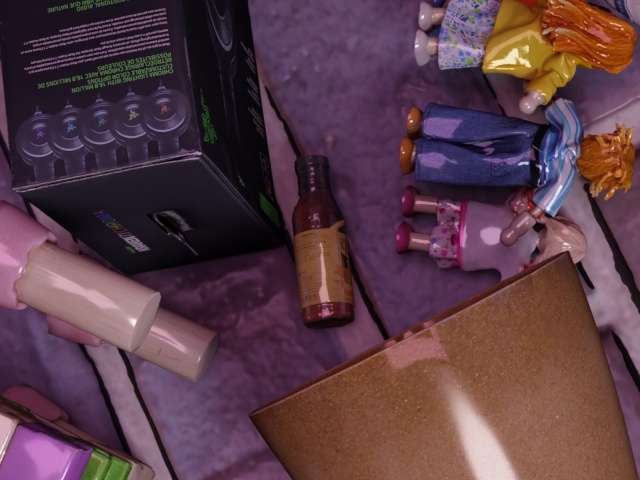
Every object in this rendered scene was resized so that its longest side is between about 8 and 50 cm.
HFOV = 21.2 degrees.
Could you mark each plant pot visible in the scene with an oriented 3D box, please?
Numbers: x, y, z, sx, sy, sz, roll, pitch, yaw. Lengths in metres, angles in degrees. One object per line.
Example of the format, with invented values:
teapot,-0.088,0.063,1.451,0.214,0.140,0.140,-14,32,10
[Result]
plant pot,0.112,0.172,1.122,0.237,0.237,0.254,-26,87,3

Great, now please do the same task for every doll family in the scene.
doll family,0.145,-0.090,1.221,0.163,0.118,0.263,6,77,12

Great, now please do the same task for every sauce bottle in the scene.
sauce bottle,0.000,0.000,1.266,0.042,0.042,0.128,-8,76,9

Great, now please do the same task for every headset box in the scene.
headset box,-0.128,-0.126,1.216,0.131,0.246,0.283,-10,73,8

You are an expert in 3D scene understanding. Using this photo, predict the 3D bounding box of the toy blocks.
toy blocks,-0.262,0.125,1.158,0.260,0.288,0.309,24,83,9

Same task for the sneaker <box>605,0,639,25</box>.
sneaker,0.315,-0.271,1.244,0.131,0.112,0.296,30,73,36
